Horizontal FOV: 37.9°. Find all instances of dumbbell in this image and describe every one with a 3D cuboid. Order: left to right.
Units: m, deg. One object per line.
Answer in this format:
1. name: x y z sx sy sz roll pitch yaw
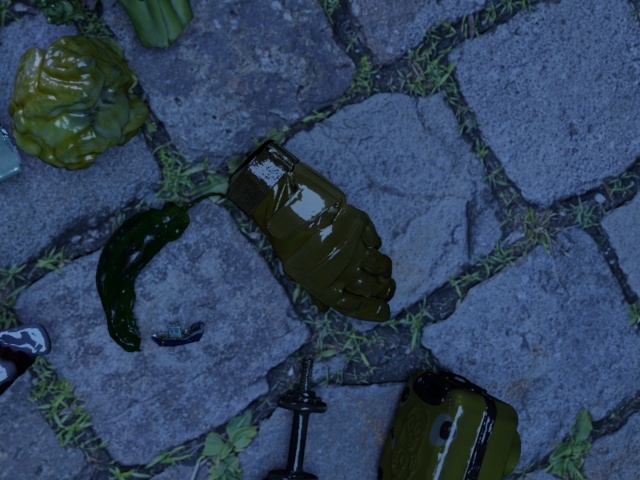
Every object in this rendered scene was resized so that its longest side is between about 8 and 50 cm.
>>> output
1. dumbbell: -0.035 0.309 1.429 0.110 0.110 0.254 8 86 -11

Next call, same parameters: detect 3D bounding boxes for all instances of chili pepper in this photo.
1. chili pepper: -0.257 0.025 1.389 0.122 0.065 0.278 31 90 -19

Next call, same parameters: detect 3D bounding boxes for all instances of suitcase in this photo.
1. suitcase: 0.197 0.323 1.424 0.143 0.194 0.234 19 90 -19

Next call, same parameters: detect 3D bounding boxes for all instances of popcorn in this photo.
1. popcorn: -0.339 -0.191 1.307 0.167 0.185 0.187 9 114 28

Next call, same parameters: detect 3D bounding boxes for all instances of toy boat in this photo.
1. toy boat: -0.216 0.140 1.414 0.083 0.038 0.038 -12 95 -9

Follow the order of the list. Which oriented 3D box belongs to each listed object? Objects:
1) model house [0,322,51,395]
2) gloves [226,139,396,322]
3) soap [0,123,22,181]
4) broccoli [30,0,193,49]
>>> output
1. model house: -0.526 0.161 1.196 0.339 0.360 0.297 -13 88 -14
2. gloves: 0.001 0.000 1.393 0.154 0.141 0.331 -44 100 -6
3. soap: -0.558 -0.111 1.291 0.261 0.094 0.150 -27 117 -7
4. broccoli: -0.289 -0.436 1.288 0.249 0.302 0.375 28 59 10
